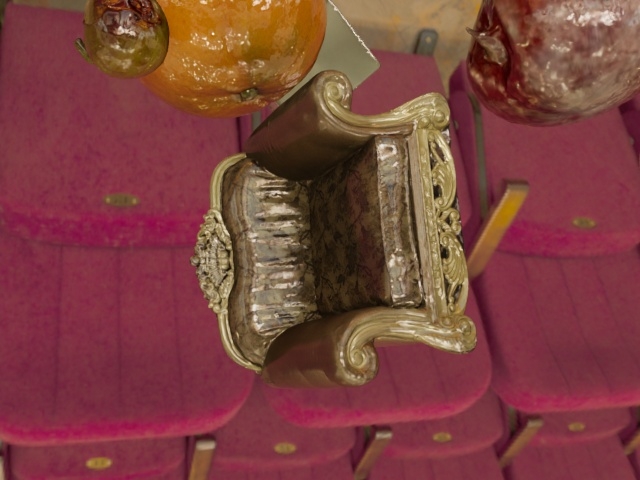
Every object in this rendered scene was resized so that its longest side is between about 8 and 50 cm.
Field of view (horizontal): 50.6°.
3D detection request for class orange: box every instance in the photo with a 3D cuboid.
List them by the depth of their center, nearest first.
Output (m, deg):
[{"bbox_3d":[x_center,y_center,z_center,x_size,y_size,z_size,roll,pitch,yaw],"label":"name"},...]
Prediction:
[{"bbox_3d":[-0.106,-0.233,0.767,0.240,0.171,0.240,-18,172,-3],"label":"orange"}]

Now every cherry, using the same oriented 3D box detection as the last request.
[{"bbox_3d":[0.304,-0.242,0.808,0.301,0.202,0.230,-5,157,-9],"label":"cherry"}]

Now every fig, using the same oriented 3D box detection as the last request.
[{"bbox_3d":[-0.184,-0.182,0.618,0.084,0.082,0.098,45,134,-7],"label":"fig"}]

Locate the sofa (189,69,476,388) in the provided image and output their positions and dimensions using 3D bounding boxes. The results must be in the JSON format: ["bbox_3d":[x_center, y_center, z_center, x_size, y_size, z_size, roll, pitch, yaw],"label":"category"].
[{"bbox_3d":[0.000,0.000,0.602,0.182,0.258,0.200,1,169,-27],"label":"sofa"}]

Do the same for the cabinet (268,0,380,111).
[{"bbox_3d":[-0.029,-0.261,1.005,0.145,0.206,0.150,-41,103,1],"label":"cabinet"}]
